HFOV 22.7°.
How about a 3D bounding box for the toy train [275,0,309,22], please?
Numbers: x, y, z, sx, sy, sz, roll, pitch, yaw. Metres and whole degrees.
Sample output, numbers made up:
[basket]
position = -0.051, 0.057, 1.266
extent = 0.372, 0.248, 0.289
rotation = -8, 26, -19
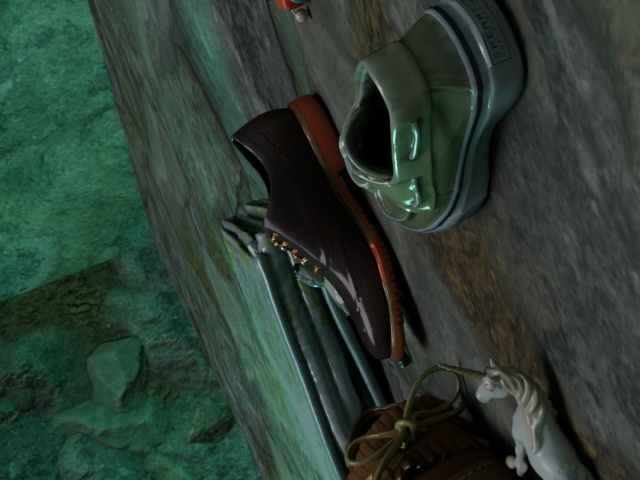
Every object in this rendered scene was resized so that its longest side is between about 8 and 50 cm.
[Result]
[toy train]
position = -0.063, -0.261, 1.448
extent = 0.166, 0.046, 0.125
rotation = -135, 26, -65

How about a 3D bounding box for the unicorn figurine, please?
[unicorn figurine]
position = 0.158, 0.151, 1.151
extent = 0.162, 0.060, 0.111
rotation = 46, 161, 22

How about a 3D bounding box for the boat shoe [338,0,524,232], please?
[boat shoe]
position = 0.057, -0.077, 1.067
extent = 0.302, 0.094, 0.109
rotation = 98, 148, -70

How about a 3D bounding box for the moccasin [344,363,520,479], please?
[moccasin]
position = 0.089, 0.198, 1.406
extent = 0.147, 0.139, 0.380
rotation = 60, 179, -1

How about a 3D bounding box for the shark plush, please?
[shark plush]
position = 0.048, 0.052, 1.591
extent = 0.161, 0.073, 0.067
rotation = 43, -179, 19

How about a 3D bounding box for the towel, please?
[towel]
position = -0.005, 0.135, 1.869
extent = 0.320, 0.090, 0.374
rotation = -147, 37, -78

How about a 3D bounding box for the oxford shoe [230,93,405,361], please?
[oxford shoe]
position = 0.000, 0.000, 1.508
extent = 0.097, 0.098, 0.271
rotation = 102, 145, -72
